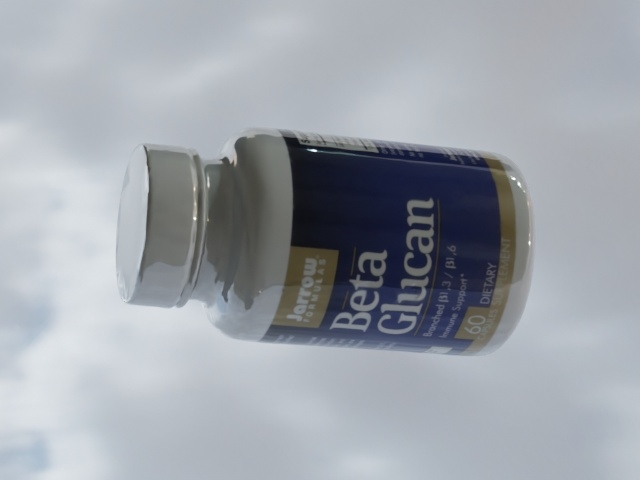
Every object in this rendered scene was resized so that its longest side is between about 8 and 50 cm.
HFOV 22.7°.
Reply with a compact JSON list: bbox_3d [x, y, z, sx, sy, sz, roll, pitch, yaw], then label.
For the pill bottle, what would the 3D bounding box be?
[{"bbox_3d":[0.000,0.000,0.697,0.169,0.094,0.094,5,-123,-17],"label":"pill bottle"}]
